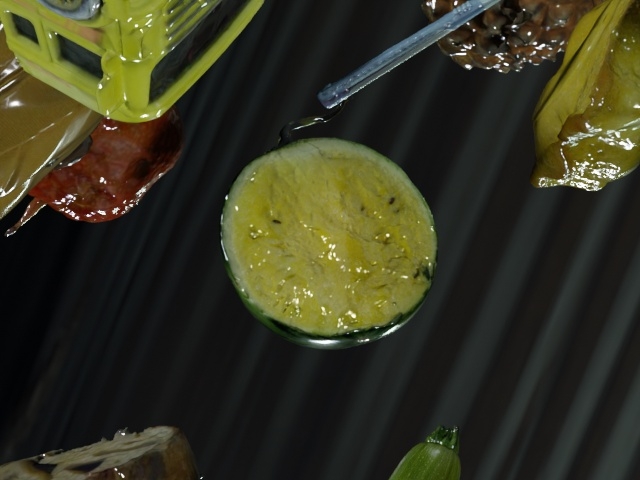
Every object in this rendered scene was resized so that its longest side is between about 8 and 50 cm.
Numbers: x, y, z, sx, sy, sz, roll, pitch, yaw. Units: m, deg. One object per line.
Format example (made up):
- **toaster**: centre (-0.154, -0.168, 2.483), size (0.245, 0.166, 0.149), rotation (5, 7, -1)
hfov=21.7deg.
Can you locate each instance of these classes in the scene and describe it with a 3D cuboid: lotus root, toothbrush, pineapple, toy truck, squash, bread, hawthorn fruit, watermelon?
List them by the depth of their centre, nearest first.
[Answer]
- **toy truck**: centre (-0.150, -0.156, 0.744), size (0.272, 0.124, 0.157), rotation (29, 153, 19)
- **toothbrush**: centre (0.091, -0.156, 1.161), size (0.019, 0.219, 0.016), rotation (57, -168, -3)
- **bread**: centre (0.218, -0.117, 1.216), size (0.088, 0.161, 0.233), rotation (33, 170, -1)
- **pineapple**: centre (0.188, -0.232, 1.500), size (0.193, 0.166, 0.166), rotation (-16, 169, 19)
- **squash**: centre (0.070, 0.284, 1.599), size (0.069, 0.258, 0.069), rotation (24, 145, 18)
- **watermelon**: centre (0.002, 0.007, 1.623), size (0.232, 0.204, 0.127), rotation (56, 163, 18)
- **lotus root**: centre (-0.265, 0.275, 1.851), size (0.261, 0.074, 0.170), rotation (-13, -169, 5)
- **hawthorn fruit**: centre (-0.272, -0.097, 1.864), size (0.207, 0.243, 0.207), rotation (36, -179, 0)

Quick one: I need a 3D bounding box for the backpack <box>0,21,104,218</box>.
- **backpack**: centre (-0.265, -0.122, 1.238), size (0.378, 0.353, 0.201), rotation (-18, 124, 40)
